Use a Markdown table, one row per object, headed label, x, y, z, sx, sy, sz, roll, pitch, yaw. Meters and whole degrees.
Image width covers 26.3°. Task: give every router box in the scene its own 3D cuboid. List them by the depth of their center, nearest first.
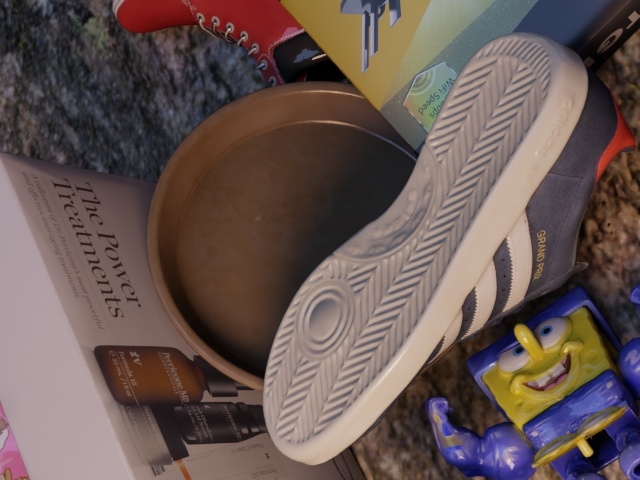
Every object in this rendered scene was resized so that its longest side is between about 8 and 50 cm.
| label | x | y | z | sx | sy | sz | roll | pitch | yaw |
| --- | --- | --- | --- | --- | --- | --- | --- | --- | --- |
| router box | 0.136 | -0.230 | 1.063 | 0.309 | 0.081 | 0.243 | -46 | 72 | 15 |

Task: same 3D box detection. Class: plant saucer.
| label | x | y | z | sx | sy | sz | roll | pitch | yaw |
| --- | --- | --- | --- | --- | --- | --- | --- | --- | --- |
| plant saucer | 0.000 | 0.000 | 1.099 | 0.277 | 0.041 | 0.278 | 1 | 67 | -3 |

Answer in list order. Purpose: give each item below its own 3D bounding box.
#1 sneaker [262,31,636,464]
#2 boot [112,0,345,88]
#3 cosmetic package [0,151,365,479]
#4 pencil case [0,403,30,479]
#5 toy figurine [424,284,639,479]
| label | x | y | z | sx | sy | sz | roll | pitch | yaw |
| --- | --- | --- | --- | --- | --- | --- | --- | --- | --- |
| sneaker | 0.102 | 0.028 | 0.985 | 0.350 | 0.148 | 0.131 | -53 | 43 | 11 |
| boot | -0.079 | -0.185 | 1.233 | 0.244 | 0.088 | 0.176 | -14 | 77 | 27 |
| cosmetic package | -0.118 | 0.120 | 1.094 | 0.097 | 0.284 | 0.377 | -38 | 65 | 23 |
| pencil case | -0.279 | 0.222 | 1.264 | 0.160 | 0.167 | 0.386 | -9 | 76 | -4 |
| toy figurine | 0.172 | 0.148 | 1.002 | 0.362 | 0.191 | 0.217 | -36 | 31 | 10 |
